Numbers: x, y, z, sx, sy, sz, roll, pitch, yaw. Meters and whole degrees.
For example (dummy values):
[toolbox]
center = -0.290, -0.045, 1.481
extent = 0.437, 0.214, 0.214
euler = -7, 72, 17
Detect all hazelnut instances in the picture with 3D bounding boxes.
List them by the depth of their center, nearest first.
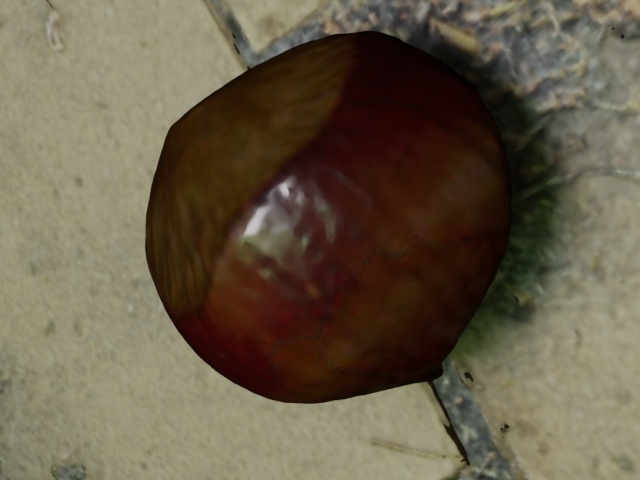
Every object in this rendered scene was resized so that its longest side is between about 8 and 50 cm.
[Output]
[hazelnut]
center = -0.003, -0.008, 0.620
extent = 0.201, 0.160, 0.170
euler = 170, 92, -74
